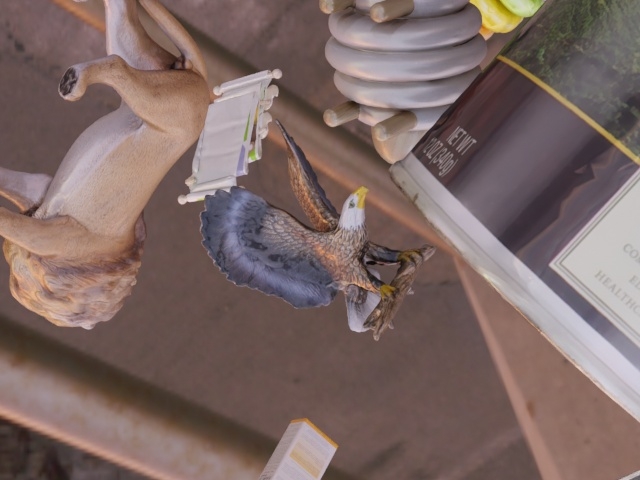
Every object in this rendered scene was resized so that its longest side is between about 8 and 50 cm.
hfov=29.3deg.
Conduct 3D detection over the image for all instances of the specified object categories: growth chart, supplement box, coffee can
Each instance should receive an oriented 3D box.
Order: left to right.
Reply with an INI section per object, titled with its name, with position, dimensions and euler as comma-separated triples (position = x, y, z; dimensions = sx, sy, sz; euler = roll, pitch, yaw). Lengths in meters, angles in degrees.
[growth chart]
position = -0.146, -0.172, 2.022
dimensions = 0.172, 0.237, 0.021
euler = 1, 159, 41
[supplement box]
position = -0.029, 0.282, 1.544
dimensions = 0.062, 0.098, 0.036
euler = 44, 147, -19
[coffee can]
position = 0.191, -0.062, 0.475
dimensions = 0.275, 0.201, 0.201
euler = -48, 125, 8

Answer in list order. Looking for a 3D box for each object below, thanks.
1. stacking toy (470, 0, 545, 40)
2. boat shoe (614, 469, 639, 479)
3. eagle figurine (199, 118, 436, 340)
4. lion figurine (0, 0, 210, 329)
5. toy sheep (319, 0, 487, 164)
[stacking toy]
position = 0.197, -0.285, 1.259
dimensions = 0.302, 0.175, 0.166
euler = -14, -177, 36
[boat shoe]
position = 0.334, 0.343, 1.405
dimensions = 0.116, 0.099, 0.319
euler = 34, 148, 4
[eagle figurine]
position = 0.004, -0.010, 1.727
dimensions = 0.298, 0.226, 0.225
euler = 28, 99, 9
[lion figurine]
position = -0.206, -0.078, 1.203
dimensions = 0.240, 0.142, 0.392
euler = 23, 115, -45
[toy sheep]
position = 0.042, -0.101, 0.624
dimensions = 0.091, 0.091, 0.132
euler = -3, 117, -9
